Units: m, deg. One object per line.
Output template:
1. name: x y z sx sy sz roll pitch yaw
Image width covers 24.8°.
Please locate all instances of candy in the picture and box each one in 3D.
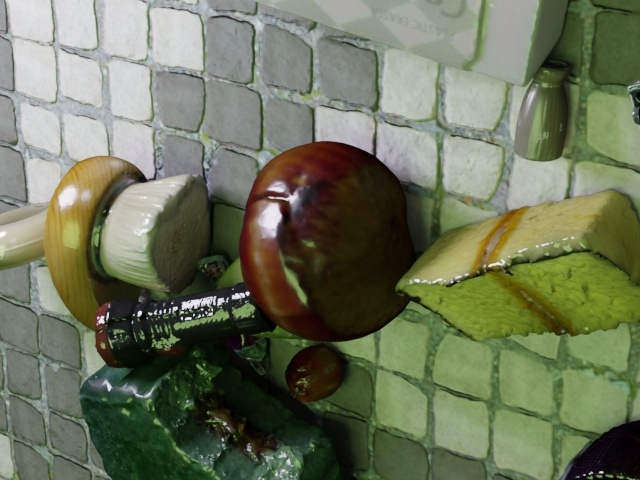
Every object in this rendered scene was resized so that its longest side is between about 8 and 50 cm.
1. candy: -0.110 0.098 1.887 0.043 0.045 0.175 -13 104 56

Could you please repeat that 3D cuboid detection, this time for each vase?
1. vase: 0.234 -0.137 1.521 0.053 0.053 0.101 19 117 29

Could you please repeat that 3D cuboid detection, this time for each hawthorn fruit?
1. hawthorn fruit: -0.010 0.167 1.827 0.077 0.077 0.077 16 119 30

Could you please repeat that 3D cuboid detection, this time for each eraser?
1. eraser: 0.073 -0.322 1.533 0.397 0.082 0.213 22 122 27

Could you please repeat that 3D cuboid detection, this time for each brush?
1. brush: -0.243 0.024 1.880 0.166 0.174 0.267 17 128 19

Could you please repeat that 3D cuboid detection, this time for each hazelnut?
1. hazelnut: 0.000 0.000 1.667 0.229 0.229 0.229 16 119 30

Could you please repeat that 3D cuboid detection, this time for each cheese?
1. cheese: -0.430 0.008 1.961 0.137 0.227 0.064 -8 105 33

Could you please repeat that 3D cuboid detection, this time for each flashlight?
1. flashlight: -0.162 0.101 1.778 0.232 0.093 0.093 -10 105 22

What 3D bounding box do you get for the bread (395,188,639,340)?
1. bread: 0.223 0.030 1.577 0.266 0.178 0.142 -16 69 37

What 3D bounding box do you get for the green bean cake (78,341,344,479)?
1. green bean cake: -0.126 0.275 1.878 0.308 0.169 0.300 6 125 37

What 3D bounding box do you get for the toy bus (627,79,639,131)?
1. toy bus: 0.346 -0.117 1.443 0.052 0.058 0.102 -6 112 37

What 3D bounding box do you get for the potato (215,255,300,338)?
1. potato: -0.067 0.062 1.829 0.149 0.081 0.120 2 84 32

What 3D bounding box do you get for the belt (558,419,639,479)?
1. belt: 0.320 0.344 1.607 0.184 0.164 0.289 31 126 11
